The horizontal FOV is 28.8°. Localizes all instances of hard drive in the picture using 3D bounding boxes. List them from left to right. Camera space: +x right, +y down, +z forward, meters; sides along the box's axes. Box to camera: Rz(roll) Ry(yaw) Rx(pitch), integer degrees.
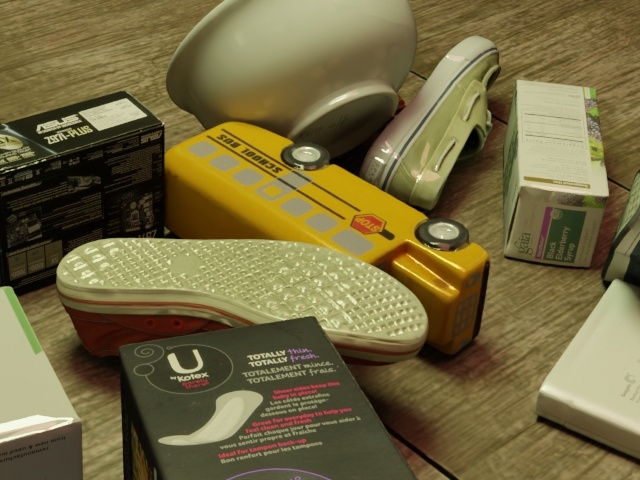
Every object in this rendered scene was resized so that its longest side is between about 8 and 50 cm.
[{"bbox_3d":[0.371,0.147,1.103,0.307,0.040,0.203,22,39,22],"label":"hard drive"}]

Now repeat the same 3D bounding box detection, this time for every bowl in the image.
[{"bbox_3d":[-0.006,-0.173,1.351,0.298,0.298,0.134,-19,71,-30],"label":"bowl"}]

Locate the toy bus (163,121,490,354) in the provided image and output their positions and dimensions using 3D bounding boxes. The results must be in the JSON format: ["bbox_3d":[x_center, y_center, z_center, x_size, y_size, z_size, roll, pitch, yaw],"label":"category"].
[{"bbox_3d":[0.000,0.000,1.206,0.333,0.108,0.130,32,44,33],"label":"toy bus"}]

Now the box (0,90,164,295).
[{"bbox_3d":[-0.246,-0.047,1.209,0.180,0.147,0.077,-22,43,-31],"label":"box"}]

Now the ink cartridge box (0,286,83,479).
[{"bbox_3d":[-0.230,0.164,0.858,0.093,0.212,0.154,-11,37,-27],"label":"ink cartridge box"}]

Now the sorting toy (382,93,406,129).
[{"bbox_3d":[0.060,-0.157,1.494,0.102,0.042,0.061,-11,38,-21],"label":"sorting toy"}]

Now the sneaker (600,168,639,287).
[{"bbox_3d":[0.357,0.009,1.171,0.163,0.226,0.086,20,79,14],"label":"sneaker"}]

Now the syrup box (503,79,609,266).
[{"bbox_3d":[0.253,-0.078,1.362,0.096,0.093,0.237,7,35,2],"label":"syrup box"}]

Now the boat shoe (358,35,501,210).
[{"bbox_3d":[0.146,-0.131,1.436,0.094,0.109,0.302,32,49,9],"label":"boat shoe"}]

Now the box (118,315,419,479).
[{"bbox_3d":[-0.038,0.189,0.882,0.165,0.143,0.270,-7,30,-17],"label":"box"}]

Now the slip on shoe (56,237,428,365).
[{"bbox_3d":[-0.068,0.067,1.082,0.331,0.101,0.123,4,34,15],"label":"slip on shoe"}]
